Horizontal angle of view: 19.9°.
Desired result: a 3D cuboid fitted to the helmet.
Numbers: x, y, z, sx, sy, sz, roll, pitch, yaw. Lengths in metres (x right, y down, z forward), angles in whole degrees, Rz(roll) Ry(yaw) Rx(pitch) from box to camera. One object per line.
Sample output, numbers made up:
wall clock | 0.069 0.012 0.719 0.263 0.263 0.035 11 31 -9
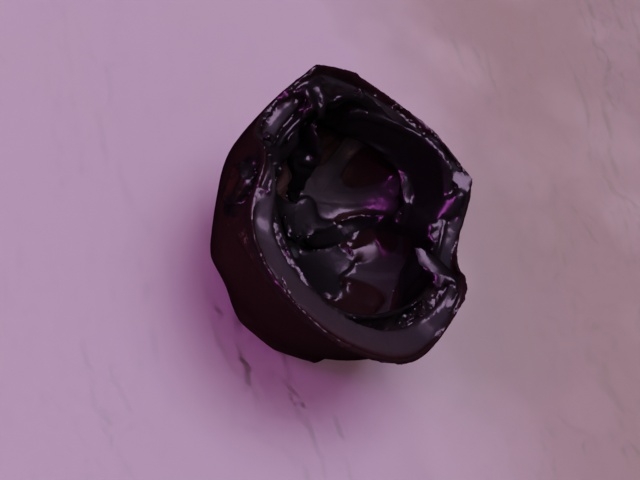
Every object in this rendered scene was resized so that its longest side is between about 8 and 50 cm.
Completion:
helmet | 0.000 0.000 0.668 0.098 0.070 0.123 32 51 -20
